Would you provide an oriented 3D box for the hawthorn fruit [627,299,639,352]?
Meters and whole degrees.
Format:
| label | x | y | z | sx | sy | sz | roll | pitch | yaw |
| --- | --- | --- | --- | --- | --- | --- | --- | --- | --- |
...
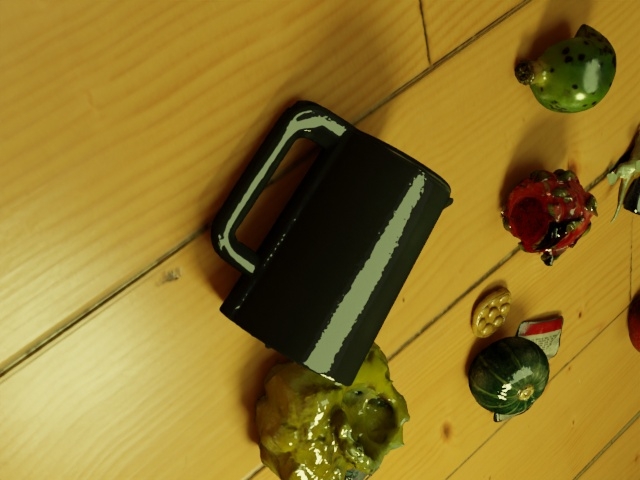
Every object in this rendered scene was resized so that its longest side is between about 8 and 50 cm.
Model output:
| label | x | y | z | sx | sy | sz | roll | pitch | yaw |
| --- | --- | --- | --- | --- | --- | --- | --- | --- | --- |
| hawthorn fruit | 0.814 | 0.187 | 2.151 | 0.157 | 0.157 | 0.194 | -29 | 123 | -28 |

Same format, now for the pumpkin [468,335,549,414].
| label | x | y | z | sx | sy | sz | roll | pitch | yaw |
| --- | --- | --- | --- | --- | --- | --- | --- | --- | --- |
| pumpkin | 0.372 | 0.269 | 1.782 | 0.167 | 0.125 | 0.167 | -22 | 127 | -32 |

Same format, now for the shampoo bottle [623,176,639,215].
| label | x | y | z | sx | sy | sz | roll | pitch | yaw |
| --- | --- | --- | --- | --- | --- | --- | --- | --- | --- |
| shampoo bottle | 0.714 | -0.164 | 1.893 | 0.087 | 0.049 | 0.234 | 7 | 110 | -45 |

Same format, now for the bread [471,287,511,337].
| label | x | y | z | sx | sy | sz | roll | pitch | yaw |
| --- | --- | --- | --- | --- | --- | --- | --- | --- | --- |
| bread | 0.330 | 0.138 | 1.733 | 0.110 | 0.024 | 0.110 | -25 | 132 | -31 |

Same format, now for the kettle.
| label | x | y | z | sx | sy | sz | roll | pitch | yaw |
| --- | --- | --- | --- | --- | --- | --- | --- | --- | --- |
| kettle | 0.003 | 0.002 | 1.234 | 0.308 | 0.262 | 0.203 | -60 | 175 | 0 |

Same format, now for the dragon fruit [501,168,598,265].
| label | x | y | z | sx | sy | sz | roll | pitch | yaw |
| --- | --- | --- | --- | --- | --- | --- | --- | --- | --- |
| dragon fruit | 0.413 | -0.045 | 1.602 | 0.172 | 0.160 | 0.167 | -12 | 104 | -42 |

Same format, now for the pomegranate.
| label | x | y | z | sx | sy | sz | roll | pitch | yaw |
| --- | --- | --- | --- | --- | --- | --- | --- | --- | --- |
| pomegranate | 0.409 | -0.269 | 1.471 | 0.169 | 0.122 | 0.143 | -25 | 160 | -35 |

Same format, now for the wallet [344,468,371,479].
| label | x | y | z | sx | sy | sz | roll | pitch | yaw |
| --- | --- | --- | --- | --- | --- | --- | --- | --- | --- |
| wallet | 0.033 | 0.423 | 1.626 | 0.166 | 0.030 | 0.111 | -36 | 131 | -24 |

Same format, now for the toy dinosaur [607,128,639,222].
| label | x | y | z | sx | sy | sz | roll | pitch | yaw |
| --- | --- | --- | --- | --- | --- | --- | --- | --- | --- |
| toy dinosaur | 0.636 | -0.152 | 1.838 | 0.142 | 0.057 | 0.212 | -33 | 150 | -52 |

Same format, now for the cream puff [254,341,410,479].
| label | x | y | z | sx | sy | sz | roll | pitch | yaw |
| --- | --- | --- | --- | --- | --- | --- | --- | --- | --- |
| cream puff | 0.029 | 0.281 | 1.412 | 0.281 | 0.185 | 0.282 | -25 | 134 | -29 |

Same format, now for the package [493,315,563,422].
| label | x | y | z | sx | sy | sz | roll | pitch | yaw |
| --- | --- | --- | --- | --- | --- | --- | --- | --- | --- |
| package | 0.449 | 0.275 | 1.936 | 0.154 | 0.030 | 0.239 | -6 | 119 | -41 |
